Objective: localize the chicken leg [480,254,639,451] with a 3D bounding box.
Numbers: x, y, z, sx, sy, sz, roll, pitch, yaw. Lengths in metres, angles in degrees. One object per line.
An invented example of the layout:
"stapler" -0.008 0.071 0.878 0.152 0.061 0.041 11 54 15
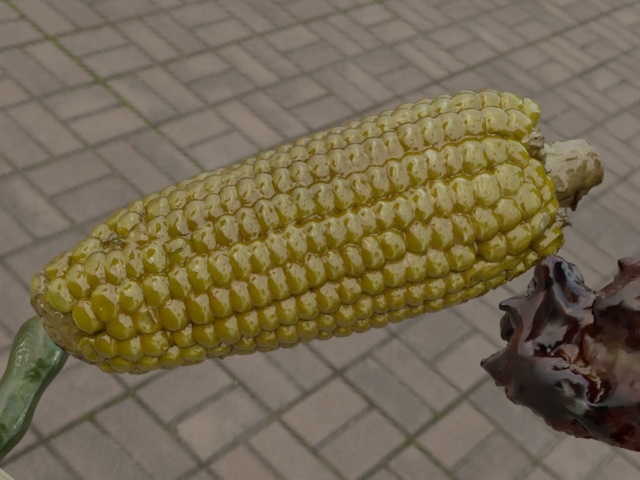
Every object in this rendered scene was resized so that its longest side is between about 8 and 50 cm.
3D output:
"chicken leg" 0.274 0.061 0.633 0.096 0.406 0.158 34 54 -38

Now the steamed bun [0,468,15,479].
"steamed bun" -0.267 0.178 0.407 0.456 0.371 0.290 44 80 -1

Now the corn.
"corn" 0.000 0.000 0.602 0.321 0.119 0.119 -19 46 0

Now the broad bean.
"broad bean" -0.269 0.158 0.862 0.052 0.053 0.256 24 64 14
